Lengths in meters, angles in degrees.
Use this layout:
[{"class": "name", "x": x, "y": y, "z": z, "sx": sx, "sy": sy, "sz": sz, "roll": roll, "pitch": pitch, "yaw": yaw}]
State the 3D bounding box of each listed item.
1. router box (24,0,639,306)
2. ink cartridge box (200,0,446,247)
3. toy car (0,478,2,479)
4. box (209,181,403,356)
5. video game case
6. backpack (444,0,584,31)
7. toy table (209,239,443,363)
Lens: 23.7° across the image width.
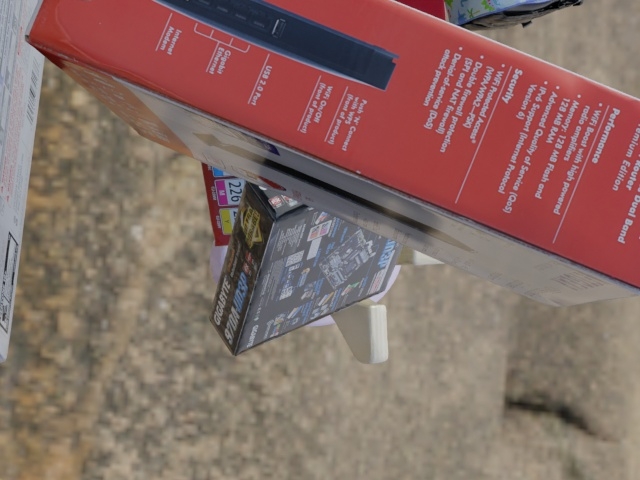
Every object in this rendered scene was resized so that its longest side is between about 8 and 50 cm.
[{"class": "router box", "x": 0.026, "y": -0.059, "z": 0.829, "sx": 0.335, "sy": 0.301, "sz": 0.082, "roll": 57, "pitch": 56, "yaw": -86}, {"class": "ink cartridge box", "x": 0.003, "y": -0.168, "z": 1.557, "sx": 0.130, "sy": 0.272, "sz": 0.309, "roll": -96, "pitch": 178, "yaw": -58}, {"class": "toy car", "x": -0.116, "y": 0.233, "z": 0.793, "sx": 0.053, "sy": 0.225, "sz": 0.239, "roll": -23, "pitch": 106, "yaw": -31}, {"class": "box", "x": 0.000, "y": 0.000, "z": 1.358, "sx": 0.175, "sy": 0.051, "sz": 0.220, "roll": -23, "pitch": 153, "yaw": -26}, {"class": "video game case", "x": -0.244, "y": -0.081, "z": 0.991, "sx": 0.244, "sy": 0.061, "sz": 0.269, "roll": 85, "pitch": 7, "yaw": -70}, {"class": "backpack", "x": 0.171, "y": -0.241, "z": 1.429, "sx": 0.114, "sy": 0.105, "sz": 0.084, "roll": -17, "pitch": 91, "yaw": -32}, {"class": "toy table", "x": 0.023, "y": 0.017, "z": 1.841, "sx": 0.274, "sy": 0.161, "sz": 0.252, "roll": -17, "pitch": 100, "yaw": -34}]
